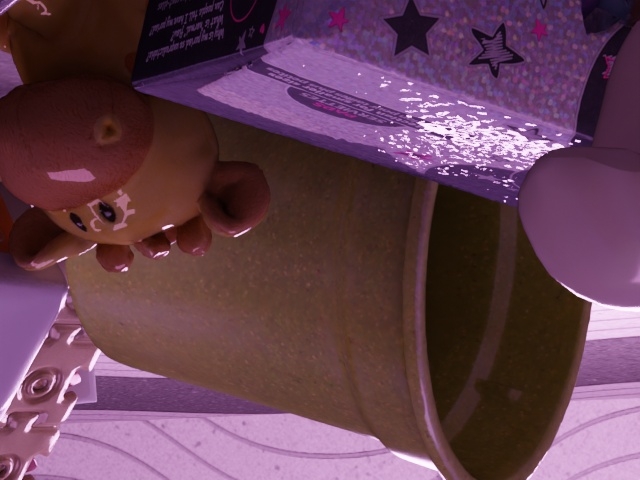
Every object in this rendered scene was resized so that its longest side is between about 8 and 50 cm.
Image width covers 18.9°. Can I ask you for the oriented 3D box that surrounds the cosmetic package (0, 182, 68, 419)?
[{"bbox_3d":[-0.376,-0.017,0.911,0.453,0.230,0.161,7,128,-36],"label":"cosmetic package"}]

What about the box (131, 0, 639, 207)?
[{"bbox_3d":[0.078,-0.094,0.746,0.247,0.142,0.163,15,172,-24],"label":"box"}]

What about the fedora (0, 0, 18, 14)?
[{"bbox_3d":[-0.187,-0.141,0.690,0.275,0.124,0.243,-8,166,28],"label":"fedora"}]

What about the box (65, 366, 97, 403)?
[{"bbox_3d":[-0.331,0.069,1.487,0.231,0.127,0.262,-7,-176,-29],"label":"box"}]

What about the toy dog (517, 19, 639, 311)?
[{"bbox_3d":[0.241,-0.029,0.580,0.395,0.408,0.284,9,165,-39],"label":"toy dog"}]

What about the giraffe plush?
[{"bbox_3d":[-0.107,-0.075,0.894,0.210,0.170,0.181,7,165,-34],"label":"giraffe plush"}]

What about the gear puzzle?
[{"bbox_3d":[-0.219,0.048,1.311,0.175,0.044,0.339,5,123,-43],"label":"gear puzzle"}]

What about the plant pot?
[{"bbox_3d":[0.000,0.000,1.131,0.254,0.276,0.276,5,172,26],"label":"plant pot"}]
